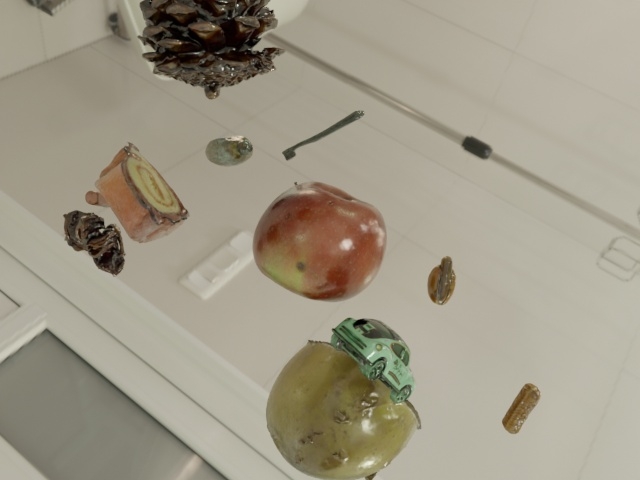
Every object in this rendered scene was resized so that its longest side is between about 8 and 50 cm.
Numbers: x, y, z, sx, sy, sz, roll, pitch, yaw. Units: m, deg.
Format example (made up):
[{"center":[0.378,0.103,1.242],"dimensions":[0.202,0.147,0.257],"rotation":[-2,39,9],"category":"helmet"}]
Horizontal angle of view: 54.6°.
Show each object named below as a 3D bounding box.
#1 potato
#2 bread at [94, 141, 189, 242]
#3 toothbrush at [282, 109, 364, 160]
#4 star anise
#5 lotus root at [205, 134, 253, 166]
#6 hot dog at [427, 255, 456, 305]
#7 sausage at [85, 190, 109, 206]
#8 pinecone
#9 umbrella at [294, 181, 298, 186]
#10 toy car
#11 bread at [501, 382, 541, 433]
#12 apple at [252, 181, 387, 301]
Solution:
[{"center":[0.025,0.518,1.766],"dimensions":[0.319,0.385,0.442],"rotation":[-46,-161,-20],"category":"potato"},{"center":[-0.429,-0.107,1.476],"dimensions":[0.123,0.244,0.190],"rotation":[-36,168,16],"category":"bread"},{"center":[0.004,-0.286,1.693],"dimensions":[0.297,0.031,0.030],"rotation":[-23,177,38],"category":"toothbrush"},{"center":[-0.634,0.002,1.767],"dimensions":[0.126,0.220,0.190],"rotation":[-46,177,-42],"category":"star anise"},{"center":[-0.254,-0.258,1.779],"dimensions":[0.113,0.192,0.088],"rotation":[-9,98,-39],"category":"lotus root"},{"center":[0.356,0.117,1.792],"dimensions":[0.060,0.089,0.140],"rotation":[-6,-116,64],"category":"hot dog"},{"center":[-0.611,-0.115,1.725],"dimensions":[0.131,0.039,0.041],"rotation":[19,71,-87],"category":"sausage"},{"center":[-0.214,-0.434,1.237],"dimensions":[0.298,0.296,0.242],"rotation":[-6,161,-41],"category":"pinecone"},{"center":[-0.076,-0.191,2.379],"dimensions":[0.031,0.083,0.020],"rotation":[-20,-149,37],"category":"umbrella"},{"center":[0.141,0.267,1.433],"dimensions":[0.125,0.136,0.306],"rotation":[-49,139,-5],"category":"toy car"},{"center":[0.518,0.435,1.599],"dimensions":[0.044,0.052,0.157],"rotation":[-22,138,-51],"category":"bread"},{"center":[0.000,0.000,1.612],"dimensions":[0.348,0.348,0.277],"rotation":[-8,123,-67],"category":"apple"}]
